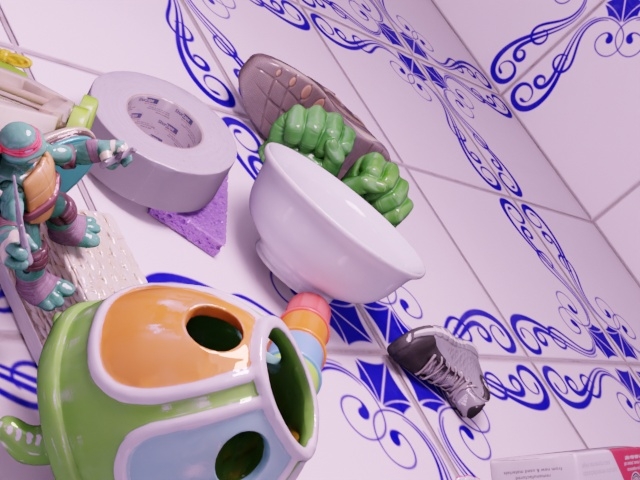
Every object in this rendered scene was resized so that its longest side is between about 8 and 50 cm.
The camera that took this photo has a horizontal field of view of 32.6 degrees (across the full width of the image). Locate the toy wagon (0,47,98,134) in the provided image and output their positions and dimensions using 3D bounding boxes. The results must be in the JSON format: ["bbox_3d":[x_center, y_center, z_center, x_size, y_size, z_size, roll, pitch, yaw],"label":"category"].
[{"bbox_3d":[-0.392,-0.177,1.255,0.267,0.068,0.344,21,10,-11],"label":"toy wagon"}]

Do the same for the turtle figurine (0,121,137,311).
[{"bbox_3d":[-0.254,-0.041,1.012,0.118,0.234,0.175,33,60,13],"label":"turtle figurine"}]

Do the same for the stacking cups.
[{"bbox_3d":[-0.031,0.166,1.398,0.096,0.096,0.316,43,22,-8],"label":"stacking cups"}]

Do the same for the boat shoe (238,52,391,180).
[{"bbox_3d":[-0.023,-0.218,1.960,0.355,0.132,0.130,39,14,-36],"label":"boat shoe"}]

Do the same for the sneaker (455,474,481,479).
[{"bbox_3d":[0.245,0.400,1.485,0.252,0.103,0.111,17,42,-37],"label":"sneaker"}]

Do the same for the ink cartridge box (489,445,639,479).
[{"bbox_3d":[0.340,0.424,1.404,0.226,0.131,0.306,10,70,-52],"label":"ink cartridge box"}]

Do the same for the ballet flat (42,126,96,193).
[{"bbox_3d":[-0.337,-0.043,1.098,0.086,0.086,0.248,46,67,-1],"label":"ballet flat"}]

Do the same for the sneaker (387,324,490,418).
[{"bbox_3d":[0.203,0.212,1.703,0.229,0.086,0.132,17,41,-49],"label":"sneaker"}]

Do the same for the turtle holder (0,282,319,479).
[{"bbox_3d":[-0.119,0.191,1.013,0.243,0.227,0.320,-47,120,-73],"label":"turtle holder"}]

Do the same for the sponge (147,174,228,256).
[{"bbox_3d":[-0.187,-0.076,1.570,0.117,0.031,0.210,34,29,-25],"label":"sponge"}]

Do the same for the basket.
[{"bbox_3d":[-0.257,0.055,1.175,0.113,0.103,0.167,7,47,-54],"label":"basket"}]

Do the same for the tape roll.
[{"bbox_3d":[-0.226,-0.138,1.497,0.219,0.072,0.219,25,31,-16],"label":"tape roll"}]

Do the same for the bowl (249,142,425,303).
[{"bbox_3d":[0.000,0.000,1.599,0.298,0.134,0.298,37,13,-10],"label":"bowl"}]

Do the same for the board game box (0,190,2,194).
[{"bbox_3d":[-0.449,-0.072,0.905,0.291,0.232,0.141,53,25,11],"label":"board game box"}]

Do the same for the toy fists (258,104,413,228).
[{"bbox_3d":[0.032,-0.114,1.844,0.279,0.142,0.096,41,25,-12],"label":"toy fists"}]
